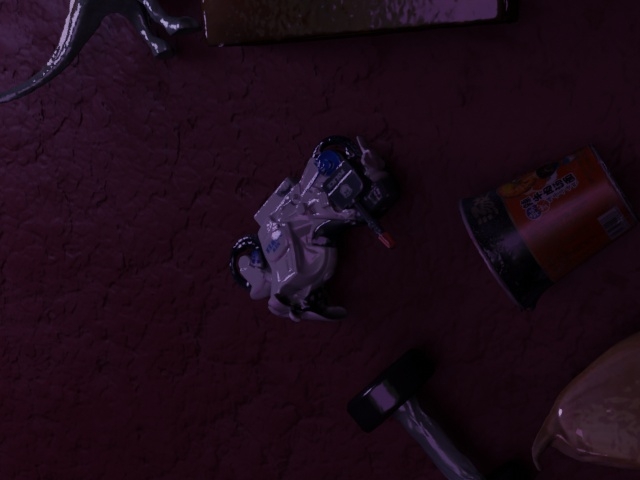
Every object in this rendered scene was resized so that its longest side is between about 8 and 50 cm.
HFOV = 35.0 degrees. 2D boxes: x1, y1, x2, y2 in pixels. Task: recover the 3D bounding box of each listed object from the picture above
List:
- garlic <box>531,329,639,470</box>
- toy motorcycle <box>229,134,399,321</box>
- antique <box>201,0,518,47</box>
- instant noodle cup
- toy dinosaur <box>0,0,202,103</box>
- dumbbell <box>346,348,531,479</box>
[{"bbox_3d":[0.323,0.154,0.911,0.244,0.164,0.145,-8,114,30],"label":"garlic"},{"bbox_3d":[0.000,0.000,1.057,0.221,0.102,0.150,-49,67,23],"label":"toy motorcycle"},{"bbox_3d":[0.038,-0.241,0.993,0.309,0.093,0.087,-1,100,24],"label":"antique"},{"bbox_3d":[0.217,-0.019,0.952,0.135,0.127,0.127,-32,87,17],"label":"instant noodle cup"},{"bbox_3d":[-0.219,-0.272,1.101,0.393,0.092,0.205,-36,85,26],"label":"toy dinosaur"},{"bbox_3d":[0.122,0.212,1.042,0.100,0.100,0.191,-43,82,24],"label":"dumbbell"}]
